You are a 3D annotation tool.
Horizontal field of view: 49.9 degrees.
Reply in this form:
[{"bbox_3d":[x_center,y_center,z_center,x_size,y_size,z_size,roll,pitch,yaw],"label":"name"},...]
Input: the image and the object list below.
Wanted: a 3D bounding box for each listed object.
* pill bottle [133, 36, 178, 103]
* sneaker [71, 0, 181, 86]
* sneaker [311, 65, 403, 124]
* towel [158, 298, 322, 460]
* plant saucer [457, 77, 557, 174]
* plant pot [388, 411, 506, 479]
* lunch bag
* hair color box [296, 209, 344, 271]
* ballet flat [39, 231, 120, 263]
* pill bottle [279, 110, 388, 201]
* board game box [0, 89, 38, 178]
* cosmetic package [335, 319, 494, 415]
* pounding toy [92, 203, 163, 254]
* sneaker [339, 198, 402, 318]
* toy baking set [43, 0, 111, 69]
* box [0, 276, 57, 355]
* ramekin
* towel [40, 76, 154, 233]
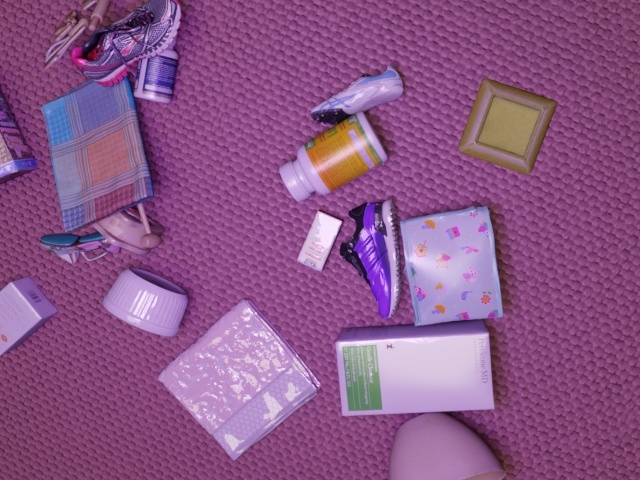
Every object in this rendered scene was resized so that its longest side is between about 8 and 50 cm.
[{"bbox_3d":[-0.408,-0.435,1.725,0.094,0.094,0.169,13,99,6],"label":"pill bottle"},{"bbox_3d":[-0.454,-0.481,1.633,0.299,0.112,0.121,-36,65,14],"label":"sneaker"},{"bbox_3d":[0.086,-0.351,1.681,0.237,0.085,0.086,-20,68,13],"label":"sneaker"},{"bbox_3d":[-0.215,0.371,1.821,0.332,0.053,0.317,-41,90,10],"label":"towel"},{"bbox_3d":[0.449,-0.274,1.650,0.188,0.045,0.188,19,99,6],"label":"plant saucer"},{"bbox_3d":[0.282,0.533,1.685,0.284,0.284,0.191,-28,58,10],"label":"plant pot"},{"bbox_3d":[0.312,0.055,1.655,0.223,0.160,0.262,-8,101,10],"label":"lunch bag"},{"bbox_3d":[0.000,0.000,1.748,0.072,0.043,0.141,24,99,4],"label":"hair color box"},{"bbox_3d":[-0.637,0.020,1.831,0.221,0.077,0.079,-5,116,8],"label":"ballet flat"},{"bbox_3d":[0.029,-0.196,1.672,0.245,0.136,0.136,-29,92,10],"label":"pill bottle"},{"bbox_3d":[-0.915,-0.272,1.766,0.232,0.141,0.291,-22,99,3],"label":"board game box"},{"bbox_3d":[0.233,0.311,1.699,0.365,0.155,0.197,-6,95,10],"label":"cosmetic package"},{"bbox_3d":[-0.477,-0.068,1.764,0.269,0.154,0.155,39,100,21],"label":"pounding toy"},{"bbox_3d":[0.123,0.049,1.715,0.146,0.102,0.294,-4,92,12],"label":"sneaker"},{"bbox_3d":[-0.599,-0.520,1.699,0.196,0.256,0.030,-25,134,26],"label":"toy baking set"},{"bbox_3d":[-0.831,0.204,1.865,0.170,0.091,0.130,-39,91,10],"label":"box"},{"bbox_3d":[-0.436,0.151,1.751,0.207,0.207,0.109,27,91,4],"label":"ramekin"},{"bbox_3d":[-0.564,-0.231,1.721,0.271,0.040,0.370,-22,72,17],"label":"towel"}]
